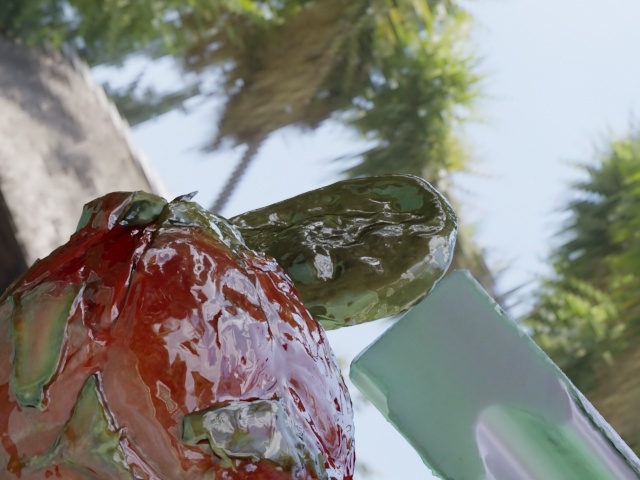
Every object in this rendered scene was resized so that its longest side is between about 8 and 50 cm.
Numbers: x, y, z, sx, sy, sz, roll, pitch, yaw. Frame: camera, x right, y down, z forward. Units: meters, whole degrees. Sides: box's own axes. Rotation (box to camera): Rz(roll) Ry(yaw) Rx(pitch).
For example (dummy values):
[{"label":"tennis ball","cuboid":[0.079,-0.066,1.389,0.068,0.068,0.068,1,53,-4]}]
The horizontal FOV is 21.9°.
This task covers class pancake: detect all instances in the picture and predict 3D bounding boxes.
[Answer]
[{"label":"pancake","cuboid":[0.000,0.000,1.339,0.242,0.242,0.050,31,-38,54]}]

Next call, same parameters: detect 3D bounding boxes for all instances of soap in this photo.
[{"label":"soap","cuboid":[0.220,0.241,1.562,0.446,0.156,0.261,50,-3,4]}]

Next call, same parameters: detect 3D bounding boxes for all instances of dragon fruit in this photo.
[{"label":"dragon fruit","cuboid":[-0.112,0.140,1.014,0.277,0.277,0.343,23,-90,59]}]
